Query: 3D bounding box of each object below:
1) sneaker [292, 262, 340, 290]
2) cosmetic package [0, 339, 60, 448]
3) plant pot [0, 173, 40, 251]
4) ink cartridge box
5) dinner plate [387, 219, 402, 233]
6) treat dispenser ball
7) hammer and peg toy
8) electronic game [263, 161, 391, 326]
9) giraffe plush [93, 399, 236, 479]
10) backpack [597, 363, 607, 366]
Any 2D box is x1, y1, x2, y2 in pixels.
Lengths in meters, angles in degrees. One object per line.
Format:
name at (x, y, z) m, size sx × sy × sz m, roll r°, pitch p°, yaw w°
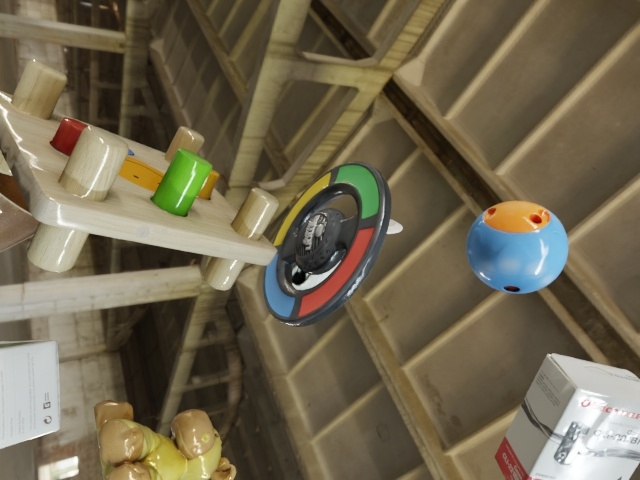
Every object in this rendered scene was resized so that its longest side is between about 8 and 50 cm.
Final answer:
sneaker at (-0.013, 0.058, 0.713) m, size 0.054 × 0.152 × 0.061 m, roll 32°, pitch -47°, yaw 26°
cosmetic package at (-0.592, 0.240, 0.607) m, size 0.197 × 0.366 × 0.155 m, roll -8°, pitch -97°, yaw 29°
plant pot at (-0.537, -0.036, 0.609) m, size 0.215 × 0.230 × 0.215 m, roll 49°, pitch -7°, yaw 8°
ink cartridge box at (0.502, 0.381, 0.872) m, size 0.114 × 0.197 × 0.272 m, roll -95°, pitch -160°, yaw -72°
dinner plate at (0.209, -0.056, 1.514) m, size 0.141 × 0.141 × 0.017 m, roll 34°, pitch -52°, yaw 52°
treat dispenser ball at (0.599, 0.020, 1.369) m, size 0.288 × 0.289 × 0.287 m, roll 12°, pitch -76°, yaw 58°
hammer and peg toy at (-0.236, -0.080, 0.447) m, size 0.266 × 0.362 × 0.127 m, roll 41°, pitch -75°, yaw 37°
electronic game at (0.000, 0.000, 0.569) m, size 0.229 × 0.048 × 0.229 m, roll -36°, pitch -143°, yaw 33°
giraffe plush at (-0.218, 0.315, 0.640) m, size 0.181 × 0.171 × 0.210 m, roll 58°, pitch -38°, yaw 35°
backpack at (0.740, 0.417, 1.163) m, size 0.115 × 0.152 × 0.182 m, roll 64°, pitch -1°, yaw -5°
